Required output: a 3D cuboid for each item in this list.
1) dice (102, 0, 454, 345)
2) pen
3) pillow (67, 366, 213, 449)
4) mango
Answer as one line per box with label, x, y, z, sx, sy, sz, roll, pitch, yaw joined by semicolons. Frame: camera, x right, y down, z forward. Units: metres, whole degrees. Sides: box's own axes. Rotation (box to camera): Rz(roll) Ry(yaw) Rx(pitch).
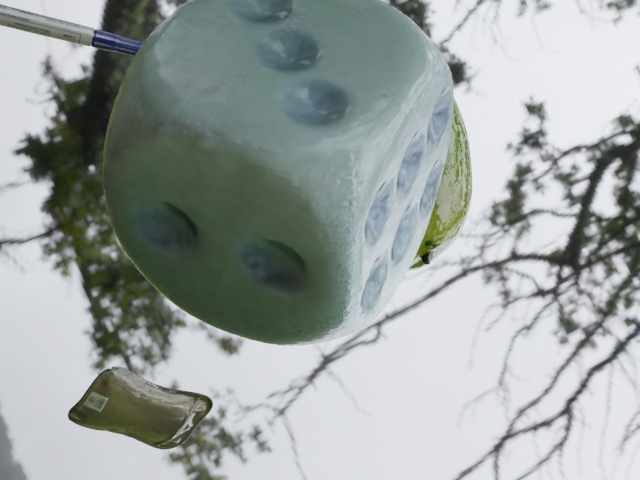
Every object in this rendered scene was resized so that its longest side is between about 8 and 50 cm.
dice;-0.034;-0.077;1.123;0.263;0.268;0.264;20;-43;18
pen;-0.303;-0.243;1.324;0.025;0.204;0.025;-168;-90;-72
pillow;-0.276;0.264;1.779;0.130;0.218;0.033;-50;-139;20
mango;0.088;-0.108;1.368;0.143;0.175;0.293;27;51;-69
